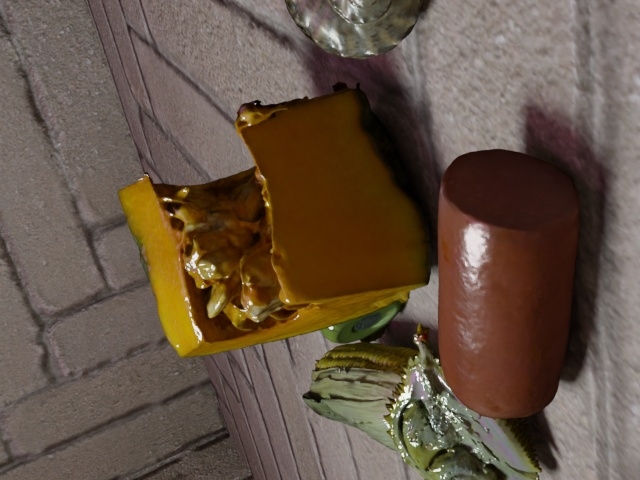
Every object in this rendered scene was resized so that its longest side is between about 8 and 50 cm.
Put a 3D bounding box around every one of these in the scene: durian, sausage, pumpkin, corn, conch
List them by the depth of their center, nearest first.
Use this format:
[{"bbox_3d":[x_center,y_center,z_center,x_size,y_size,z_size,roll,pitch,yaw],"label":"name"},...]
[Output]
[{"bbox_3d":[0.153,0.054,0.770,0.113,0.114,0.259,51,157,45],"label":"sausage"},{"bbox_3d":[0.030,-0.249,0.831,0.207,0.130,0.155,-94,25,-66],"label":"conch"},{"bbox_3d":[0.135,0.171,0.945,0.208,0.147,0.102,62,-151,-17],"label":"durian"},{"bbox_3d":[-0.043,-0.013,1.000,0.303,0.256,0.225,-21,79,39],"label":"pumpkin"},{"bbox_3d":[0.074,0.192,1.147,0.122,0.123,0.305,53,163,-9],"label":"corn"}]

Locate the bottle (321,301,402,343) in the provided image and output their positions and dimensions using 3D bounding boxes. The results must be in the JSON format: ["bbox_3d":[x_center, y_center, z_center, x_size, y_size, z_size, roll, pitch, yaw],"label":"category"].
[{"bbox_3d":[0.000,0.000,1.183,0.260,0.112,0.112,60,163,25],"label":"bottle"}]

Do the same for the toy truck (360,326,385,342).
[{"bbox_3d":[0.056,0.092,1.241,0.054,0.049,0.083,39,152,46],"label":"toy truck"}]
